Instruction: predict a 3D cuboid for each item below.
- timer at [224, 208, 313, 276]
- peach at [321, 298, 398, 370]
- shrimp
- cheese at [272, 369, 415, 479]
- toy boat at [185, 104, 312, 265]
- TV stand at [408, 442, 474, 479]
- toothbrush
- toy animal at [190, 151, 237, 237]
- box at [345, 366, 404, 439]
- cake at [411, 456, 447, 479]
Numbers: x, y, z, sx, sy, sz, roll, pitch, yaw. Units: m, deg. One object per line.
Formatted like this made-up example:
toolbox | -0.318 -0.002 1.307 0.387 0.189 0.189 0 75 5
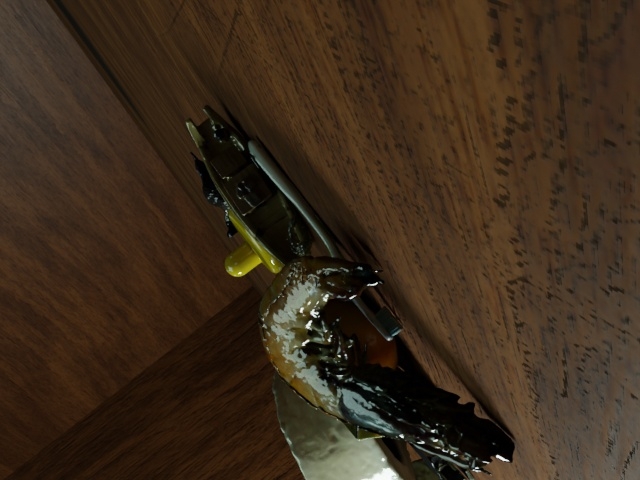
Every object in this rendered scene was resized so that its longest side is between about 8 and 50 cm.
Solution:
timer | -0.080 -0.002 0.844 0.107 0.109 0.107 50 171 11
peach | 0.022 0.134 0.813 0.138 0.138 0.138 50 171 11
shrimp | 0.060 0.116 0.649 0.290 0.054 0.222 23 132 22
cheese | 0.042 0.347 1.265 0.292 0.153 0.332 56 -171 -22
toy boat | -0.081 -0.059 0.749 0.206 0.064 0.072 54 -177 4
TV stand | 0.172 0.339 1.138 0.036 0.042 0.249 55 171 -34
toothbrush | 0.000 0.000 0.717 0.263 0.026 0.022 52 -172 0
toy animal | -0.181 -0.088 1.233 0.202 0.070 0.105 53 159 13
box | 0.072 0.203 0.875 0.193 0.121 0.030 -152 61 -71
cake | 0.216 0.660 1.324 0.314 0.306 0.293 56 169 -29
